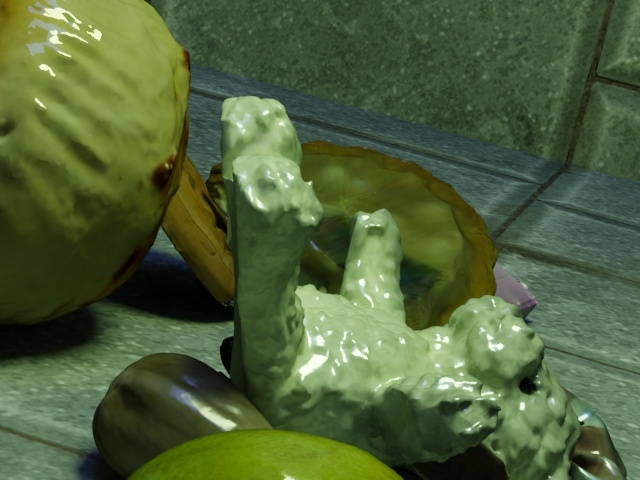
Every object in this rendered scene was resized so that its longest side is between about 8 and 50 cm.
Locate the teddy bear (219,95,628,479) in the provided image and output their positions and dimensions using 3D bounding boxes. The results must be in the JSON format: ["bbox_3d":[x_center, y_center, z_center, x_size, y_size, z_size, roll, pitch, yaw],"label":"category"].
[{"bbox_3d":[0.101,0.068,1.583,0.362,0.375,0.327,-3,26,-7],"label":"teddy bear"}]

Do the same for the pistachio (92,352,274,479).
[{"bbox_3d":[-0.101,0.156,1.480,0.185,0.126,0.108,26,61,34],"label":"pistachio"}]

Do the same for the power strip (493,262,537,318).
[{"bbox_3d":[0.164,0.065,2.177,0.109,0.037,0.279,42,21,15],"label":"power strip"}]

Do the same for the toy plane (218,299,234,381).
[{"bbox_3d":[-0.024,0.118,1.766,0.197,0.078,0.053,22,4,-33],"label":"toy plane"}]

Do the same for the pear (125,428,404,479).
[{"bbox_3d":[-0.028,0.209,1.084,0.212,0.212,0.269,5,10,-30],"label":"pear"}]

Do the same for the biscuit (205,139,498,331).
[{"bbox_3d":[0.034,-0.002,2.029,0.335,0.078,0.329,19,38,-4],"label":"biscuit"}]

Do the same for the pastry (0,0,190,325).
[{"bbox_3d":[-0.297,-0.097,1.790,0.388,0.388,0.312,24,-18,41],"label":"pastry"}]

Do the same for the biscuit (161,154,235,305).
[{"bbox_3d":[-0.142,-0.039,2.027,0.037,0.262,0.262,-30,12,7],"label":"biscuit"}]
